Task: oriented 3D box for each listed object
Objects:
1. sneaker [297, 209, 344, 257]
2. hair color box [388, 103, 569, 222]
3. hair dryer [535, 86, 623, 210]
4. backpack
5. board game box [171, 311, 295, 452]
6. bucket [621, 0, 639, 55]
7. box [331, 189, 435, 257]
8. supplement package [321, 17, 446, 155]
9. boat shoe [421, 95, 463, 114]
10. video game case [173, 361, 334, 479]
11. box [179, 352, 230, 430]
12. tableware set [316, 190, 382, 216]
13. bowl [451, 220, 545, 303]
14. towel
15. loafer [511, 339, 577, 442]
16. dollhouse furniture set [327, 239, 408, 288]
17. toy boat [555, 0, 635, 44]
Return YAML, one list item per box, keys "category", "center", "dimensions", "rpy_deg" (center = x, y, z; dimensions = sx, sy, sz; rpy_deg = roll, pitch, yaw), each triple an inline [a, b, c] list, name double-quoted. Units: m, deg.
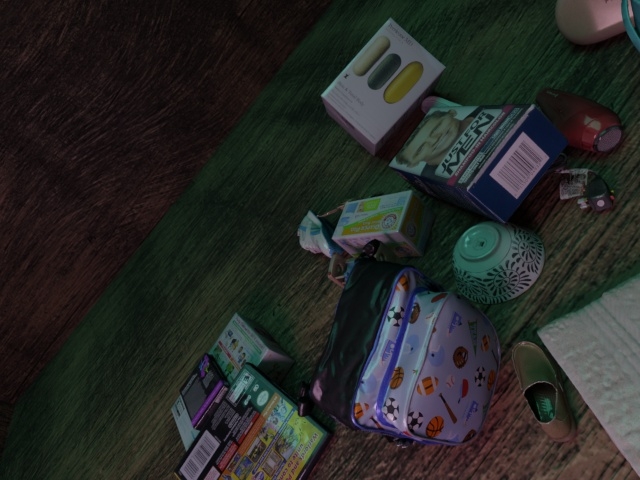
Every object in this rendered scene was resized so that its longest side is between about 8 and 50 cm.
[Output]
- category: "sneaker"
  center: [0.000, 0.000, 1.141]
  dimensions: [0.092, 0.087, 0.228]
  rpy_deg: [-56, 27, 12]
- category: "hair color box"
  center: [0.283, -0.169, 0.827]
  dimensions: [0.173, 0.105, 0.347]
  rpy_deg: [-53, 19, 6]
- category: "hair dryer"
  center: [0.423, -0.184, 0.770]
  dimensions: [0.224, 0.080, 0.293]
  rpy_deg: [5, 59, 34]
- category: "backpack"
  center: [0.143, 0.176, 0.626]
  dimensions: [0.213, 0.263, 0.276]
  rpy_deg: [15, 77, 48]
- category: "board game box"
  center: [-0.228, 0.365, 1.041]
  dimensions: [0.303, 0.097, 0.224]
  rpy_deg: [-56, 34, -5]
- category: "bucket"
  center: [0.635, -0.376, 0.637]
  dimensions: [0.281, 0.183, 0.281]
  rpy_deg: [-31, 37, 27]
- category: "box"
  center: [0.144, -0.030, 0.966]
  dimensions: [0.203, 0.103, 0.114]
  rpy_deg: [-7, 53, 47]
- category: "supplement package"
  center: [0.169, -0.412, 1.154]
  dimensions: [0.262, 0.199, 0.198]
  rpy_deg: [-47, -3, 7]
- category: "boat shoe"
  center: [0.318, -0.327, 1.092]
  dimensions: [0.063, 0.066, 0.184]
  rpy_deg: [-48, 43, 4]
- category: "video game case"
  center: [-0.143, 0.434, 0.844]
  dimensions: [0.248, 0.035, 0.274]
  rpy_deg: [28, 80, 33]
- category: "box"
  center: [-0.280, 0.359, 0.997]
  dimensions: [0.116, 0.029, 0.162]
  rpy_deg: [-55, 34, -5]
- category: "tableware set"
  center: [0.077, -0.102, 1.133]
  dimensions: [0.141, 0.020, 0.169]
  rpy_deg: [-27, 9, -37]
- category: "bowl"
  center: [0.302, 0.021, 0.750]
  dimensions: [0.170, 0.080, 0.170]
  rpy_deg: [-30, 38, 27]
- category: "towel"
  center: [0.419, 0.172, 0.494]
  dimensions: [0.187, 0.049, 0.282]
  rpy_deg: [-37, 35, 18]
- category: "loafer"
  center: [0.313, 0.203, 0.587]
  dimensions: [0.056, 0.050, 0.148]
  rpy_deg: [-34, 37, 24]
- category: "dollhouse furniture set"
  center: [0.093, 0.117, 0.861]
  dimensions: [0.129, 0.129, 0.183]
  rpy_deg: [-18, 45, 41]
- category: "toy boat"
  center: [0.621, -0.514, 0.860]
  dimensions: [0.231, 0.151, 0.151]
  rpy_deg: [-11, 20, 44]
